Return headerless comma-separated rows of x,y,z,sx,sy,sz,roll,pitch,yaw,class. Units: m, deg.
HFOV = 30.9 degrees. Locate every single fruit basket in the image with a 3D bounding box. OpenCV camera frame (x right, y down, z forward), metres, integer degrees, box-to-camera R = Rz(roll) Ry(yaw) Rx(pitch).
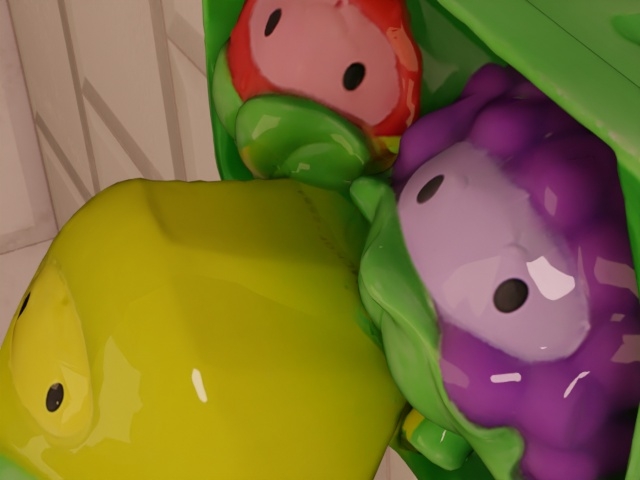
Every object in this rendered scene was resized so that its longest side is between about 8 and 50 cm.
0.000,0.000,0.502,0.392,0.392,0.283,52,153,43,fruit basket
